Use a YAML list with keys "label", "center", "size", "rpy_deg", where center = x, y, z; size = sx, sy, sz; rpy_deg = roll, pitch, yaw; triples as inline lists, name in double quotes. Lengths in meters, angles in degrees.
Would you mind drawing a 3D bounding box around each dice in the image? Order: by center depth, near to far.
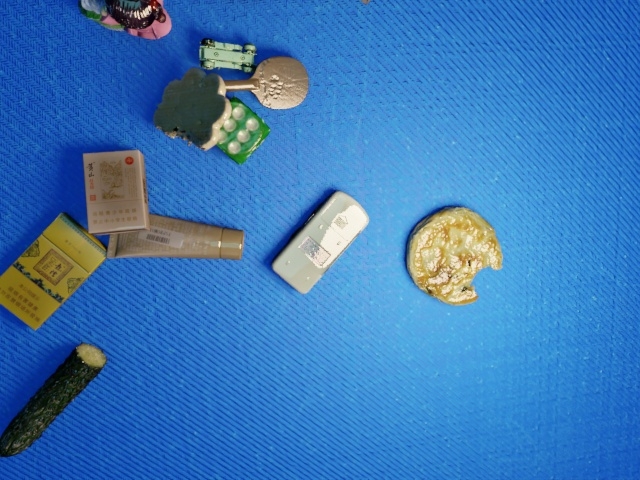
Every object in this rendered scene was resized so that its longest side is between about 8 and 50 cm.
- label: "dice"
  center: [-0.210, -0.277, 1.154]
  size: [0.131, 0.120, 0.128]
  rpy_deg: [42, 91, -12]

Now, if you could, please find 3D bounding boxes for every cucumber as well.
- label: "cucumber"
  center: [-0.713, 0.432, 1.202]
  size: [0.096, 0.096, 0.359]
  rpy_deg: [41, 93, -13]

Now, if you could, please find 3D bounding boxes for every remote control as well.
- label: "remote control"
  center: [0.000, 0.000, 1.269]
  size: [0.140, 0.056, 0.296]
  rpy_deg: [41, 89, -15]

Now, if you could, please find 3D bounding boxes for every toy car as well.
- label: "toy car"
  center: [-0.233, -0.464, 1.153]
  size: [0.143, 0.054, 0.073]
  rpy_deg: [-2, 101, -17]

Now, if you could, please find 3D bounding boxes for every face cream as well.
- label: "face cream"
  center: [-0.374, -0.006, 1.195]
  size: [0.341, 0.084, 0.137]
  rpy_deg: [6, 82, -6]

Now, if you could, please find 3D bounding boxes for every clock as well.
- label: "clock"
  center: [-0.449, -0.529, 1.034]
  size: [0.193, 0.195, 0.100]
  rpy_deg: [7, 102, -13]

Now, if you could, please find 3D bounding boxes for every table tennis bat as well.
- label: "table tennis bat"
  center: [-0.139, -0.402, 1.170]
  size: [0.234, 0.022, 0.131]
  rpy_deg: [-10, 115, -22]

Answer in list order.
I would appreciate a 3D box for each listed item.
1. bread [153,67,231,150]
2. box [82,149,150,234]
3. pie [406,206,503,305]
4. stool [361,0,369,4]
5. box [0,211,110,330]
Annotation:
- label: "bread"
  center: [-0.302, -0.321, 1.099]
  size: [0.039, 0.250, 0.182]
  rpy_deg: [24, 92, -57]
- label: "box"
  center: [-0.507, -0.118, 1.137]
  size: [0.141, 0.058, 0.201]
  rpy_deg: [-7, 86, -9]
- label: "pie"
  center: [0.392, 0.044, 1.340]
  size: [0.302, 0.067, 0.303]
  rpy_deg: [-2, 101, -9]
- label: "stool"
  center: [0.100, -0.779, 1.099]
  size: [0.269, 0.170, 0.244]
  rpy_deg: [35, 93, -14]
- label: "box"
  center: [-0.693, 0.080, 1.172]
  size: [0.153, 0.041, 0.279]
  rpy_deg: [44, 90, -12]
